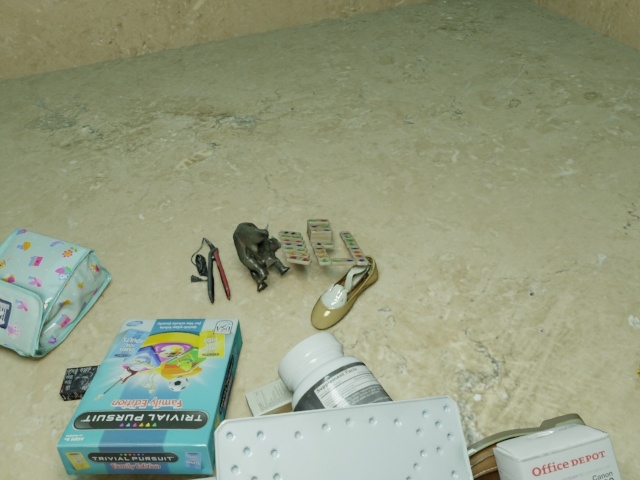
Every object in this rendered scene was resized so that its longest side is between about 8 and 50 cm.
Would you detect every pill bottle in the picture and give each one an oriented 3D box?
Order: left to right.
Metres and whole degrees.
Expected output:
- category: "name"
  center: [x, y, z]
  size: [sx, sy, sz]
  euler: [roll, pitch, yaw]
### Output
- category: "pill bottle"
  center: [0.048, 0.311, 0.940]
  size: [0.162, 0.162, 0.278]
  euler: [-25, 55, -23]

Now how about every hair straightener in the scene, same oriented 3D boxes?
- category: "hair straightener"
  center: [-0.290, 0.070, 1.324]
  size: [0.089, 0.047, 0.230]
  euler: [-14, 44, -12]

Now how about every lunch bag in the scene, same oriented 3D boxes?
- category: "lunch bag"
  center: [-0.662, 0.125, 1.208]
  size: [0.224, 0.160, 0.262]
  euler: [15, 57, 14]

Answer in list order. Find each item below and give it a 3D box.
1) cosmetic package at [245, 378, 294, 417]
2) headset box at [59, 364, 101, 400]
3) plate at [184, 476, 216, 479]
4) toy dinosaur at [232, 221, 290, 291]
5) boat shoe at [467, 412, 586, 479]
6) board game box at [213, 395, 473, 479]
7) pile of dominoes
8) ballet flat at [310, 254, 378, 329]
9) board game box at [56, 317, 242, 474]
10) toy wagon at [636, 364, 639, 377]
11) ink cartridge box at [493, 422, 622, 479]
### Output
- category: "cosmetic package"
  center: [-0.087, 0.317, 1.050]
  size: [0.115, 0.041, 0.060]
  euler: [-18, 46, -16]
- category: "headset box"
  center: [-0.493, 0.298, 1.098]
  size: [0.084, 0.032, 0.062]
  euler: [-5, 43, -4]
- category: "plate"
  center: [-0.146, 0.456, 0.787]
  size: [0.278, 0.045, 0.277]
  euler: [6, 23, -27]
- category: "toy dinosaur"
  center: [-0.161, 0.021, 1.260]
  size: [0.121, 0.313, 0.160]
  euler: [-40, 74, -1]
- category: "boat shoe"
  center: [0.352, 0.390, 0.897]
  size: [0.308, 0.110, 0.104]
  euler: [-15, 43, -13]
- category: "board game box"
  center: [0.055, 0.430, 0.712]
  size: [0.390, 0.050, 0.389]
  euler: [2, 67, -25]
- category: "pile of dominoes"
  center: [0.000, 0.000, 1.317]
  size: [0.196, 0.040, 0.251]
  euler: [0, 19, -9]
- category: "ballet flat"
  center: [0.055, 0.113, 1.241]
  size: [0.080, 0.073, 0.232]
  euler: [27, 50, 26]
- category: "board game box"
  center: [-0.305, 0.284, 1.019]
  size: [0.254, 0.079, 0.336]
  euler: [-1, 30, 2]
- category: "toy wagon"
  center: [0.781, 0.320, 0.986]
  size: [0.345, 0.068, 0.267]
  euler: [21, 47, 24]
- category: "ink cartridge box"
  center: [0.380, 0.412, 0.805]
  size: [0.159, 0.092, 0.217]
  euler: [-12, 81, -10]
